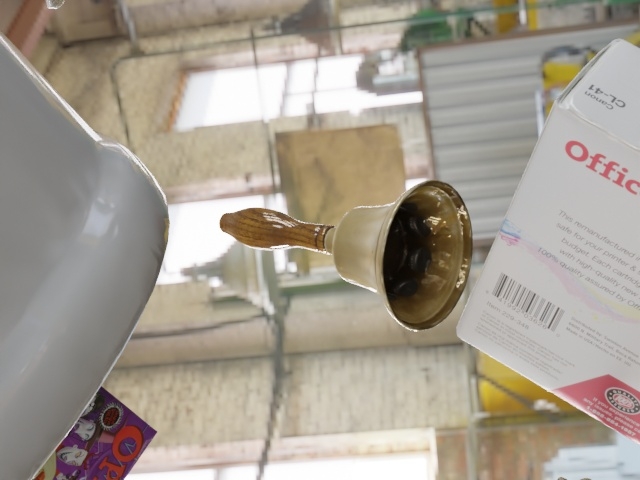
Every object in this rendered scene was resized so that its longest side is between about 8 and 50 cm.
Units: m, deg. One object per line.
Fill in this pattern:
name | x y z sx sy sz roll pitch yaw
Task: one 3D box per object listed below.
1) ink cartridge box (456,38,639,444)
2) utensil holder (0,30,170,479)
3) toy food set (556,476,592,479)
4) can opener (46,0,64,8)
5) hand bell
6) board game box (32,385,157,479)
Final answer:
ink cartridge box | 0.278 0.013 1.073 0.131 0.226 0.306 -45 -19 -41
utensil holder | -0.308 -0.045 0.485 0.385 0.327 0.328 48 -154 -25
toy food set | 0.243 0.302 1.242 0.192 0.038 0.132 34 -101 -52
can opener | -0.353 -0.409 1.482 0.074 0.093 0.280 -79 -7 -48
hand bell | 0.000 0.000 1.079 0.126 0.242 0.126 -10 -76 -48
board game box | -0.364 0.322 1.468 0.347 0.056 0.208 -56 -39 -16
